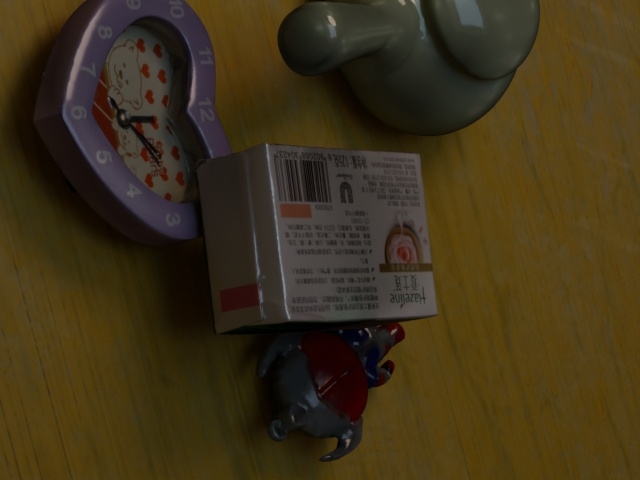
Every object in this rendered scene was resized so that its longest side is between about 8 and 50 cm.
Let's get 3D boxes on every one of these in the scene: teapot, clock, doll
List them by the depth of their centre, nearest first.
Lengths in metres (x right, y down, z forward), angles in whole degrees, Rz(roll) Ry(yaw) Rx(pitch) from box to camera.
[{"bbox_3d":[-0.148,-0.090,1.412,0.172,0.064,0.198,-8,85,-49],"label":"clock"},{"bbox_3d":[0.008,0.106,1.529,0.195,0.062,0.104,-44,123,-50],"label":"doll"},{"bbox_3d":[0.076,-0.171,1.602,0.220,0.149,0.318,53,47,-20],"label":"teapot"}]

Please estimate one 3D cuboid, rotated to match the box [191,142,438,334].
[{"bbox_3d":[0.000,0.000,1.454,0.199,0.081,0.135,1,80,-50],"label":"box"}]
